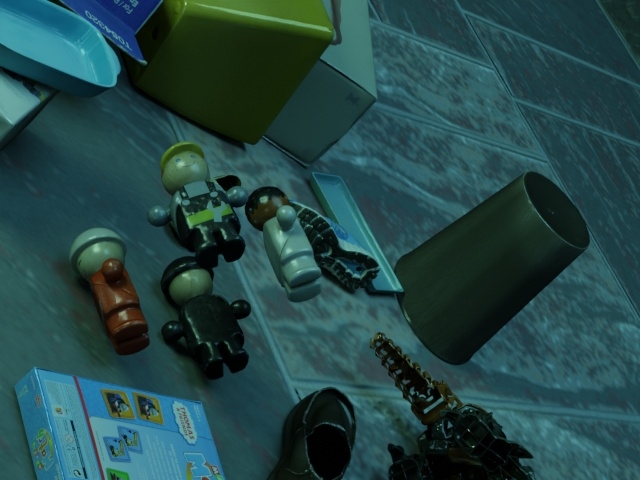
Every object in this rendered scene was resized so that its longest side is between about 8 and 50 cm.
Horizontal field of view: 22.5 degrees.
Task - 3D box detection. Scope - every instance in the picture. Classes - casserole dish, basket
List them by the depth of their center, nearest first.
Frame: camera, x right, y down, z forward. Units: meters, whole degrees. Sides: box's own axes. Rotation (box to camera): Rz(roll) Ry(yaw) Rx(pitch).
[{"bbox_3d":[-0.288,-0.202,1.636,0.188,0.037,0.114,21,35,-41],"label":"casserole dish"},{"bbox_3d":[0.231,0.025,2.126,0.154,0.227,0.204,38,29,-20],"label":"basket"}]

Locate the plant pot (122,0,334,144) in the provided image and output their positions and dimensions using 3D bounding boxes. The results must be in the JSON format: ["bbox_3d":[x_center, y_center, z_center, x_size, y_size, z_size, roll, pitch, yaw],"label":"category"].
[{"bbox_3d":[-0.139,-0.275,2.012,0.187,0.212,0.212,8,47,-36],"label":"plant pot"}]

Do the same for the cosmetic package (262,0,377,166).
[{"bbox_3d":[-0.021,-0.263,2.212,0.129,0.153,0.296,32,30,-26],"label":"cosmetic package"}]

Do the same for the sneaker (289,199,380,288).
[{"bbox_3d":[0.000,0.000,2.023,0.162,0.063,0.073,38,11,-29],"label":"sneaker"}]

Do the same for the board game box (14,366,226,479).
[{"bbox_3d":[-0.176,0.209,1.500,0.211,0.039,0.160,18,41,-44],"label":"board game box"}]

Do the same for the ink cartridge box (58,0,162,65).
[{"bbox_3d":[-0.320,-0.386,1.826,0.324,0.071,0.330,38,16,-39],"label":"ink cartridge box"}]

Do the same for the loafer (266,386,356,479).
[{"bbox_3d":[0.007,0.222,1.707,0.080,0.078,0.220,43,28,-12],"label":"loafer"}]

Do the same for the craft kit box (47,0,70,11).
[{"bbox_3d":[-0.422,-0.383,1.885,0.250,0.061,0.246,21,41,-42],"label":"craft kit box"}]

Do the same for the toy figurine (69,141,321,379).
[{"bbox_3d":[-0.124,0.019,1.636,0.213,0.209,0.148,19,34,-45],"label":"toy figurine"}]

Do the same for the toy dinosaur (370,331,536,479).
[{"bbox_3d":[0.159,0.256,1.867,0.322,0.164,0.218,33,11,8],"label":"toy dinosaur"}]

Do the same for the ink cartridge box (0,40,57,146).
[{"bbox_3d":[-0.329,-0.137,1.647,0.061,0.104,0.181,44,27,-7],"label":"ink cartridge box"}]

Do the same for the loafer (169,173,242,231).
[{"bbox_3d":[-0.133,-0.044,1.873,0.056,0.050,0.148,45,27,-7],"label":"loafer"}]

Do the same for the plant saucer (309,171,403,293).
[{"bbox_3d":[0.045,-0.008,2.125,0.067,0.018,0.192,6,48,-53],"label":"plant saucer"}]
